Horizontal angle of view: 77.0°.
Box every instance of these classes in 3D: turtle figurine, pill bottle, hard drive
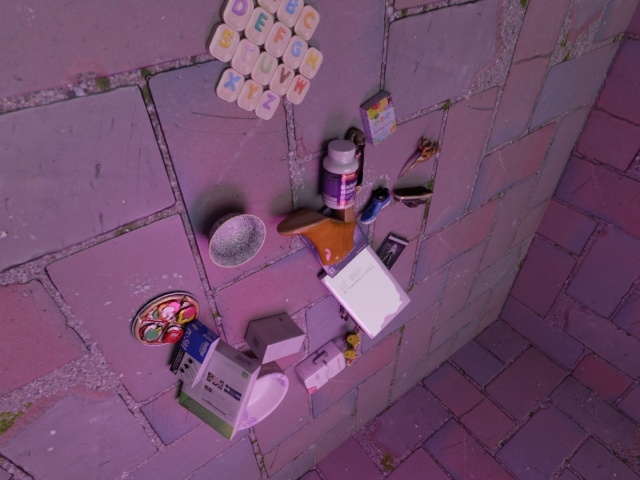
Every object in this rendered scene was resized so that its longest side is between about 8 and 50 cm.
[{"bbox_3d":[0.163,0.477,1.916,0.269,0.087,0.217,-62,166,-1],"label":"turtle figurine"},{"bbox_3d":[0.059,-0.201,1.222,0.108,0.108,0.193,-25,137,-28],"label":"pill bottle"},{"bbox_3d":[0.182,0.194,1.602,0.233,0.047,0.353,-42,112,-8],"label":"hard drive"}]

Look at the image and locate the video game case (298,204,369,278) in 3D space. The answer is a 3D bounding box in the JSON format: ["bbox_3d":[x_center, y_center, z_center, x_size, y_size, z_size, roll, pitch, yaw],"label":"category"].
[{"bbox_3d":[0.051,-0.007,1.420,0.196,0.026,0.274,-43,134,-8],"label":"video game case"}]

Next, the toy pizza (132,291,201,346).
[{"bbox_3d":[-0.442,0.237,1.175,0.201,0.032,0.201,-26,138,-26],"label":"toy pizza"}]

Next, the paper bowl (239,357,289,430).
[{"bbox_3d":[-0.273,0.566,1.532,0.284,0.148,0.284,-25,137,-26],"label":"paper bowl"}]

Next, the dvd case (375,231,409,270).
[{"bbox_3d":[0.285,0.075,1.760,0.165,0.018,0.221,17,110,-49],"label":"dvd case"}]

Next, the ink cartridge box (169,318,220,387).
[{"bbox_3d":[-0.393,0.353,1.249,0.207,0.097,0.046,-62,167,25],"label":"ink cartridge box"}]

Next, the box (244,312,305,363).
[{"bbox_3d":[-0.165,0.353,1.467,0.171,0.130,0.091,-5,125,-42],"label":"box"}]

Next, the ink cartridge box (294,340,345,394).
[{"bbox_3d":[0.002,0.590,1.871,0.218,0.092,0.158,-31,140,-19],"label":"ink cartridge box"}]

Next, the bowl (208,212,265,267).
[{"bbox_3d":[-0.243,-0.017,1.109,0.170,0.080,0.170,-26,138,-26],"label":"bowl"}]

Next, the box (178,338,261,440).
[{"bbox_3d":[-0.340,0.478,1.325,0.058,0.232,0.321,-33,148,-61],"label":"box"}]

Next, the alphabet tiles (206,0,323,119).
[{"bbox_3d":[-0.116,-0.429,0.924,0.284,0.021,0.277,13,112,-49],"label":"alphabet tiles"}]

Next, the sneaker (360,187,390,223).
[{"bbox_3d":[0.196,-0.131,1.456,0.152,0.058,0.084,-42,148,-16],"label":"sneaker"}]

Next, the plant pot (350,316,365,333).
[{"bbox_3d":[0.192,0.341,1.836,0.109,0.096,0.109,-45,143,-3],"label":"plant pot"}]

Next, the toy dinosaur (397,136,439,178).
[{"bbox_3d":[0.378,-0.309,1.479,0.212,0.064,0.112,-35,142,-16],"label":"toy dinosaur"}]

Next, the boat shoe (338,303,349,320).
[{"bbox_3d":[0.106,0.308,1.771,0.046,0.038,0.125,-25,137,-27],"label":"boat shoe"}]

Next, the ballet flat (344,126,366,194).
[{"bbox_3d":[0.111,-0.237,1.283,0.084,0.058,0.249,-24,137,-27],"label":"ballet flat"}]

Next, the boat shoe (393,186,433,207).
[{"bbox_3d":[0.362,-0.162,1.578,0.224,0.080,0.073,-13,126,-43],"label":"boat shoe"}]

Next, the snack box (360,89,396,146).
[{"bbox_3d":[0.182,-0.377,1.248,0.100,0.037,0.141,-38,142,-12],"label":"snack box"}]

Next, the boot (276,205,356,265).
[{"bbox_3d":[0.000,-0.001,1.298,0.295,0.104,0.211,-23,127,-29],"label":"boot"}]
